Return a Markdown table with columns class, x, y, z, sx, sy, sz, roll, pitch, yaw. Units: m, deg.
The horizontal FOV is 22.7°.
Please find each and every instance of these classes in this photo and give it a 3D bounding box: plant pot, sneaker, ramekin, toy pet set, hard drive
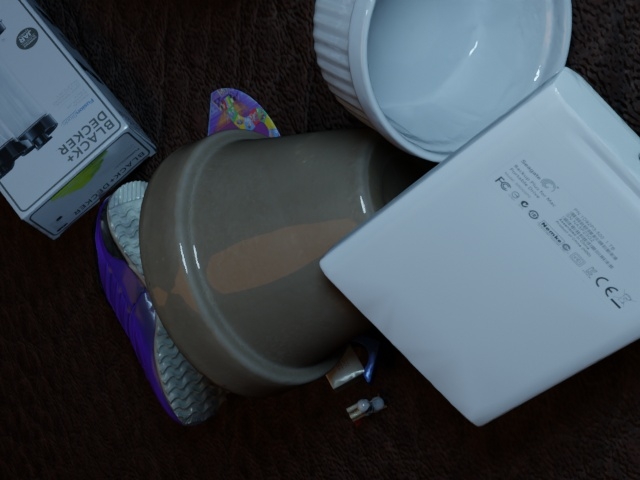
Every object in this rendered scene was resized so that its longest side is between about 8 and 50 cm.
| class | x | y | z | sx | sy | sz | roll | pitch | yaw |
| --- | --- | --- | --- | --- | --- | --- | --- | --- | --- |
| plant pot | 0.000 | 0.000 | 1.493 | 0.229 | 0.263 | 0.263 | -19 | 94 | 37 |
| sneaker | -0.198 | 0.079 | 1.902 | 0.146 | 0.102 | 0.293 | -18 | 89 | 59 |
| ramekin | 0.091 | -0.173 | 1.292 | 0.109 | 0.207 | 0.207 | 27 | 129 | 53 |
| toy pet set | 0.033 | 0.122 | 1.668 | 0.122 | 0.065 | 0.114 | 61 | 179 | 14 |
| hard drive | 0.158 | 0.018 | 1.265 | 0.203 | 0.040 | 0.307 | 45 | 137 | -6 |

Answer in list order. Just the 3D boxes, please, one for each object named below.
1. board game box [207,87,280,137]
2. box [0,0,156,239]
| class | x | y | z | sx | sy | sz | roll | pitch | yaw |
| --- | --- | --- | --- | --- | --- | --- | --- | --- | --- |
| board game box | -0.094 | -0.078 | 1.725 | 0.133 | 0.033 | 0.168 | 39 | 136 | 34 |
| box | -0.347 | -0.164 | 1.883 | 0.290 | 0.169 | 0.087 | 51 | -178 | 22 |
